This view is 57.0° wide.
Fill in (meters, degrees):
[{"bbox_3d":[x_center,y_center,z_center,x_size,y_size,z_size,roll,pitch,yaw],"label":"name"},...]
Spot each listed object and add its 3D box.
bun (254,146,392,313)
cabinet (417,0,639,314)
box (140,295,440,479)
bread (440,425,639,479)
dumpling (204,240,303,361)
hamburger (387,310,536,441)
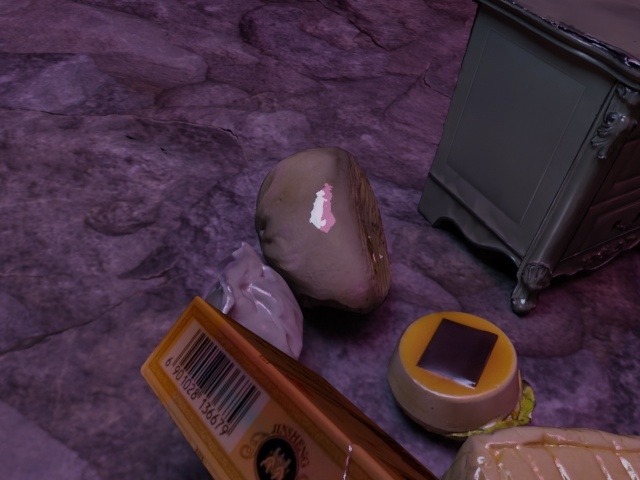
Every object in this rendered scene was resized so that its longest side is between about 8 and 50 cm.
[{"bbox_3d":[0.000,0.000,0.643,0.128,0.178,0.193,-18,58,15],"label":"bun"},{"bbox_3d":[0.318,-0.122,0.713,0.290,0.318,0.227,-17,47,-28],"label":"cabinet"},{"bbox_3d":[0.011,0.156,0.392,0.076,0.174,0.274,-54,41,-6],"label":"box"},{"bbox_3d":[0.211,0.227,0.464,0.237,0.106,0.140,6,41,-6],"label":"bread"},{"bbox_3d":[-0.069,0.076,0.556,0.108,0.127,0.188,9,35,12],"label":"dumpling"},{"bbox_3d":[0.136,0.134,0.572,0.141,0.081,0.126,5,39,13],"label":"hamburger"}]
